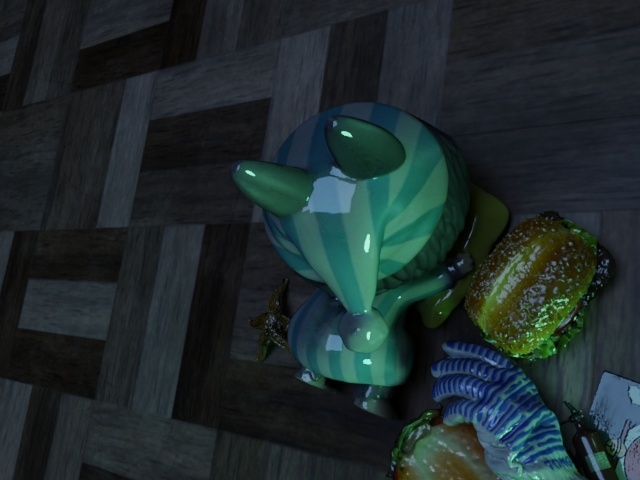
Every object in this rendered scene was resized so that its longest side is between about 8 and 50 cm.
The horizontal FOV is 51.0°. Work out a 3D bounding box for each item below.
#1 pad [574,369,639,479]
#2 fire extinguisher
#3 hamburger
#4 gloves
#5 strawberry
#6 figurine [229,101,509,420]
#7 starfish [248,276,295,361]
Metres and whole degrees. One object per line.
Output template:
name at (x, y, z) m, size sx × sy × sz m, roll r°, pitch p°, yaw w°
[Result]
pad at (0.324, 0.274, 0.663) m, size 0.170 × 0.006 × 0.246 m, roll 19°, pitch 88°, yaw 40°
fire extinguisher at (0.283, 0.251, 0.682) m, size 0.049 × 0.035 × 0.173 m, roll 113°, pitch 146°, yaw -57°
hamburger at (0.238, 0.050, 0.745) m, size 0.166 × 0.087 × 0.137 m, roll -53°, pitch 52°, yaw 13°
gloves at (0.200, 0.193, 0.712) m, size 0.229 × 0.119 × 0.097 m, roll 49°, pitch 115°, yaw 37°
strawberry at (0.160, 0.270, 0.745) m, size 0.146 × 0.082 × 0.187 m, roll -44°, pitch 58°, yaw -11°
figurine at (0.000, 0.000, 0.764) m, size 0.266 × 0.377 × 0.361 m, roll 14°, pitch 84°, yaw 40°
starfish at (-0.071, 0.115, 1.001) m, size 0.133 × 0.041 × 0.130 m, roll -5°, pitch 72°, yaw 37°
